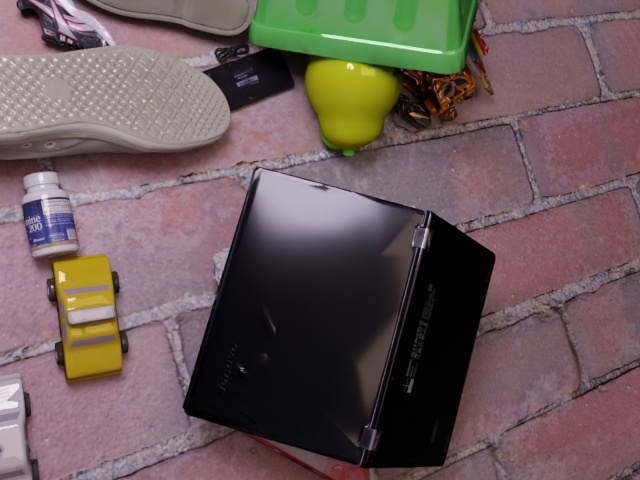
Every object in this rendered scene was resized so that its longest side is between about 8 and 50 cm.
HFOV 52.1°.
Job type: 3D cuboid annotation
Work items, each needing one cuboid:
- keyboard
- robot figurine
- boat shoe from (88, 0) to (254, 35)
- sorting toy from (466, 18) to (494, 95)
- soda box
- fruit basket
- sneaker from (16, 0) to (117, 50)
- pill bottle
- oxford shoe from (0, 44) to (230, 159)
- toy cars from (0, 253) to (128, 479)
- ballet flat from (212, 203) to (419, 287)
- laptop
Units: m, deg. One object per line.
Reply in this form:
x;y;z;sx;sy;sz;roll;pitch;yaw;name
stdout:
-0.139;-0.294;1.155;0.180;0.023;0.108;-29;100;-28;keyboard
0.196;-0.367;1.291;0.211;0.085;0.291;-36;97;-25;robot figurine
-0.276;-0.439;1.070;0.340;0.127;0.113;7;38;-22;boat shoe
0.290;-0.403;1.286;0.274;0.046;0.132;40;35;-40;sorting toy
-0.038;0.306;1.061;0.263;0.083;0.092;34;68;-16;soda box
0.075;-0.352;1.138;0.392;0.392;0.282;34;48;-16;fruit basket
-0.393;-0.326;1.022;0.178;0.072;0.077;42;78;-5;sneaker
-0.398;-0.036;0.958;0.067;0.067;0.120;-11;86;-27;pill bottle
-0.346;-0.196;0.985;0.450;0.130;0.169;-10;80;-37;oxford shoe
-0.385;0.193;0.913;0.177;0.087;0.393;36;68;-15;toy cars
0.000;0.000;1.115;0.409;0.147;0.146;-21;90;-28;ballet flat
0.058;0.136;1.047;0.408;0.237;0.381;24;80;-50;laptop
